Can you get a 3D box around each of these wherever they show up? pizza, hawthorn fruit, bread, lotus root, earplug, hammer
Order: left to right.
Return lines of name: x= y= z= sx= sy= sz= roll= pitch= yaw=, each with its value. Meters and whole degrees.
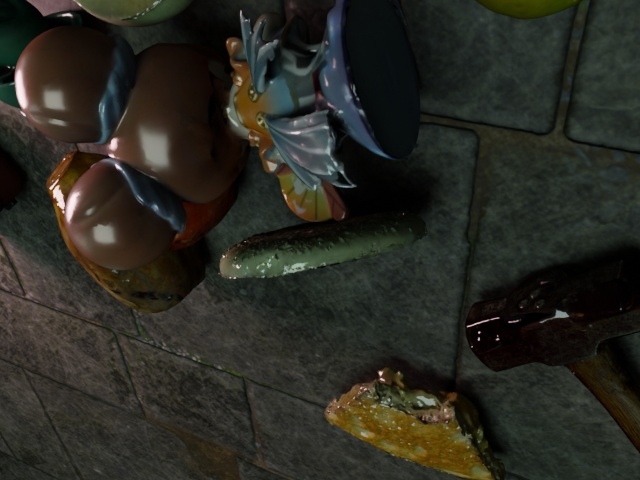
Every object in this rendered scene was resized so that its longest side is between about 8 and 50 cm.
earplug: x=-0.424 y=-0.259 z=0.947 sx=0.257 sy=0.164 sz=0.280 roll=4 pitch=140 yaw=38
lotus root: x=-0.320 y=-0.010 z=1.092 sx=0.193 sy=0.193 sz=0.291 roll=-12 pitch=121 yaw=39
hawthorn fruit: x=-0.203 y=-0.075 z=0.963 sx=0.173 sy=0.179 sz=0.173 roll=35 pitch=168 yaw=9
bread: x=0.000 y=0.000 z=0.853 sx=0.267 sy=0.267 sz=0.040 roll=-7 pitch=98 yaw=37
pizza: x=0.156 y=0.293 z=1.127 sx=0.323 sy=0.089 sz=0.223 roll=15 pitch=140 yaw=18
hammer: x=0.394 y=0.204 z=0.896 sx=0.242 sy=0.095 sz=0.409 roll=-24 pitch=114 yaw=43

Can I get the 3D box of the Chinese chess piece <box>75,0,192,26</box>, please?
Chinese chess piece: x=-0.211 y=-0.335 z=0.758 sx=0.188 sy=0.083 sz=0.188 roll=5 pitch=108 yaw=16

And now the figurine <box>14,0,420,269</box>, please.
figurine: x=-0.108 y=-0.129 z=0.754 sx=0.388 sy=0.248 sz=0.277 roll=-6 pitch=105 yaw=28

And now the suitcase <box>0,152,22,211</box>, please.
suitcase: x=-0.717 y=-0.101 z=1.272 sx=0.297 sy=0.161 sz=0.236 roll=-22 pitch=114 yaw=44

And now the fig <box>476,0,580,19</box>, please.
fig: x=0.183 y=-0.264 z=0.588 sx=0.136 sy=0.121 sz=0.153 roll=16 pitch=158 yaw=12
